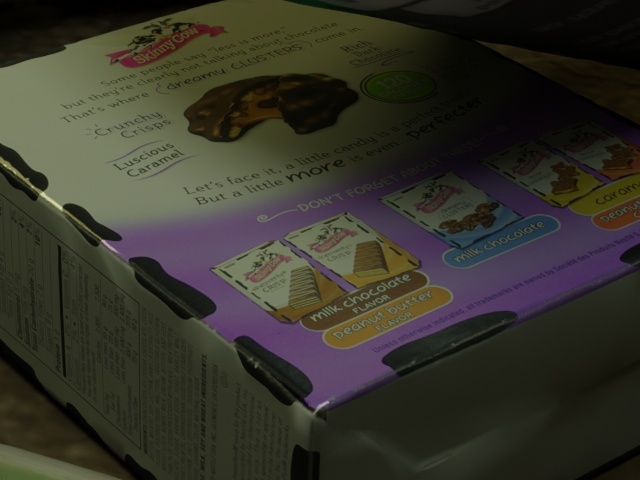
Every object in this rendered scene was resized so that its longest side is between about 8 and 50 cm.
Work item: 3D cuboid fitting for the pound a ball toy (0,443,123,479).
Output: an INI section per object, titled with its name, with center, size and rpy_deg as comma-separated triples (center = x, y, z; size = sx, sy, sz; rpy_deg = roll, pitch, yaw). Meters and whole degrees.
[pound a ball toy]
center = 0.042, 0.135, 0.298
size = 0.319, 0.135, 0.208
rpy_deg = 15, 8, 21

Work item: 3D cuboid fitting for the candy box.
[candy box]
center = 0.000, 0.000, 0.546
size = 0.165, 0.070, 0.196
rpy_deg = -21, 38, -33

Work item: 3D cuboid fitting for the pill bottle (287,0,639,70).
[pill bottle]
center = 0.115, -0.153, 0.593
size = 0.361, 0.204, 0.204
rpy_deg = 5, 22, -43
